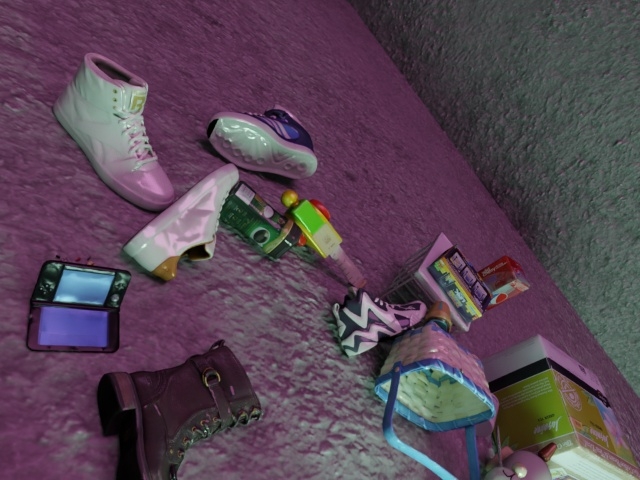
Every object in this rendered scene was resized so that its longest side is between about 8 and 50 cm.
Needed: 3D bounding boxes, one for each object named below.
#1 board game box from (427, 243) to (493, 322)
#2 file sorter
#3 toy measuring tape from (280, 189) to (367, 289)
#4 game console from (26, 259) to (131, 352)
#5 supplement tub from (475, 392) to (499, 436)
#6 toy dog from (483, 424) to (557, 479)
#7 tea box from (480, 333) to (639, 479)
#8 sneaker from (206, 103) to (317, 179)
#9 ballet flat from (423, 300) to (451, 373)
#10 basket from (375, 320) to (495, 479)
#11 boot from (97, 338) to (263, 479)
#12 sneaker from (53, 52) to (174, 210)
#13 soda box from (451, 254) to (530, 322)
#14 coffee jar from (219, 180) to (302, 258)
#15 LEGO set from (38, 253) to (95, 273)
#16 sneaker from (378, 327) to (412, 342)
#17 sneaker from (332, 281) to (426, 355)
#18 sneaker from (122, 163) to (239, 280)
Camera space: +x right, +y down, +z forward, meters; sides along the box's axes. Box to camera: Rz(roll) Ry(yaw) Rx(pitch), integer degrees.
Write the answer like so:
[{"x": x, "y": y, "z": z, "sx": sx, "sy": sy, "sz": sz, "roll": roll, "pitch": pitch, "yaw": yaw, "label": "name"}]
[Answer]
[{"x": 0.363, "y": 0.107, "z": 1.157, "sx": 0.170, "sy": 0.048, "sz": 0.141, "roll": 56, "pitch": 36, "yaw": 6, "label": "board game box"}, {"x": 0.305, "y": 0.142, "z": 1.253, "sx": 0.193, "sy": 0.173, "sz": 0.278, "roll": 50, "pitch": 34, "yaw": 0, "label": "file sorter"}, {"x": 0.000, "y": 0.000, "z": 1.128, "sx": 0.330, "sy": 0.121, "sz": 0.121, "roll": 52, "pitch": 29, "yaw": -28, "label": "toy measuring tape"}, {"x": -0.342, "y": 0.096, "z": 0.649, "sx": 0.122, "sy": 0.107, "sz": 0.071, "roll": 14, "pitch": 18, "yaw": -42, "label": "game console"}, {"x": 0.424, "y": 0.450, "z": 1.177, "sx": 0.071, "sy": 0.071, "sz": 0.107, "roll": 53, "pitch": 33, "yaw": 5, "label": "supplement tub"}, {"x": 0.450, "y": 0.498, "z": 0.965, "sx": 0.220, "sy": 0.161, "sz": 0.334, "roll": 39, "pitch": 0, "yaw": 17, "label": "toy dog"}, {"x": 0.652, "y": 0.498, "z": 1.256, "sx": 0.329, "sy": 0.220, "sz": 0.323, "roll": 32, "pitch": 38, "yaw": -25, "label": "tea box"}, {"x": -0.164, "y": -0.296, "z": 1.213, "sx": 0.323, "sy": 0.130, "sz": 0.236, "roll": 16, "pitch": 36, "yaw": -33, "label": "sneaker"}, {"x": 0.282, "y": 0.239, "z": 1.099, "sx": 0.080, "sy": 0.232, "sz": 0.073, "roll": 13, "pitch": 43, "yaw": 12, "label": "ballet flat"}, {"x": 0.245, "y": 0.345, "z": 0.954, "sx": 0.255, "sy": 0.201, "sz": 0.289, "roll": 41, "pitch": 34, "yaw": -16, "label": "basket"}, {"x": -0.174, "y": 0.271, "z": 0.647, "sx": 0.229, "sy": 0.091, "sz": 0.263, "roll": 3, "pitch": 53, "yaw": -47, "label": "boot"}, {"x": -0.359, "y": -0.204, "z": 0.839, "sx": 0.292, "sy": 0.169, "sz": 0.108, "roll": 48, "pitch": 31, "yaw": -4, "label": "sneaker"}, {"x": 0.486, "y": 0.157, "z": 1.364, "sx": 0.083, "sy": 0.263, "sz": 0.092, "roll": 27, "pitch": 39, "yaw": -33, "label": "soda box"}, {"x": -0.134, "y": -0.041, "z": 1.000, "sx": 0.184, "sy": 0.096, "sz": 0.079, "roll": 39, "pitch": 38, "yaw": -16, "label": "coffee jar"}, {"x": -0.387, "y": 0.038, "z": 0.694, "sx": 0.054, "sy": 0.023, "sz": 0.083, "roll": 49, "pitch": 33, "yaw": 0, "label": "LEGO set"}, {"x": 0.158, "y": 0.206, "z": 1.124, "sx": 0.170, "sy": 0.051, "sz": 0.089, "roll": 4, "pitch": 53, "yaw": -33, "label": "sneaker"}, {"x": 0.130, "y": 0.152, "z": 1.050, "sx": 0.235, "sy": 0.094, "sz": 0.153, "roll": -23, "pitch": 81, "yaw": -20, "label": "sneaker"}, {"x": -0.234, "y": -0.035, "z": 0.868, "sx": 0.123, "sy": 0.106, "sz": 0.290, "roll": 47, "pitch": 50, "yaw": -13, "label": "sneaker"}]
